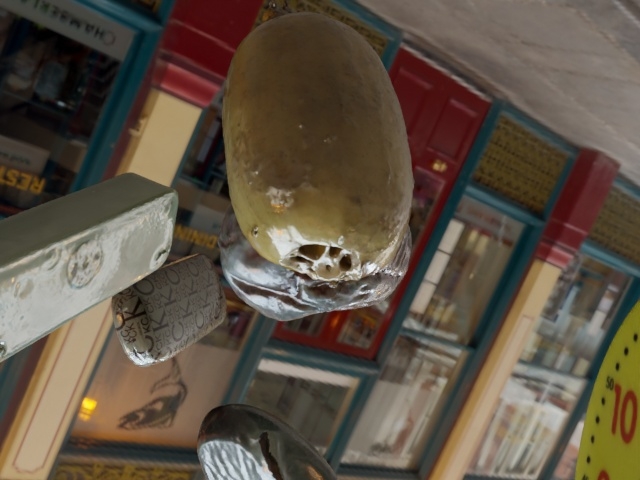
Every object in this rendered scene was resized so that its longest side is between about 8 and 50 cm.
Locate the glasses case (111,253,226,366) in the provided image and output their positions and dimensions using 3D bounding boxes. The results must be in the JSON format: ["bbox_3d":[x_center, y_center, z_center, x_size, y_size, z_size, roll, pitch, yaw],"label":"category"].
[{"bbox_3d":[-0.239,0.105,1.254,0.085,0.137,0.355,-15,-176,13],"label":"glasses case"}]

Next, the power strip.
[{"bbox_3d":[-0.235,0.030,0.593,0.062,0.091,0.385,23,-152,17],"label":"power strip"}]

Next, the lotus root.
[{"bbox_3d":[-0.007,-0.117,0.719,0.169,0.151,0.342,4,-123,-18],"label":"lotus root"}]

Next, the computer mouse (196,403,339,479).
[{"bbox_3d":[-0.043,0.370,1.037,0.203,0.373,0.114,-3,-156,37],"label":"computer mouse"}]

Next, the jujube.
[{"bbox_3d":[-0.004,-0.008,1.017,0.247,0.215,0.308,-8,178,7],"label":"jujube"}]

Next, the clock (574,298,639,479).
[{"bbox_3d":[0.161,0.147,0.323,0.071,0.293,0.277,8,175,-1],"label":"clock"}]
